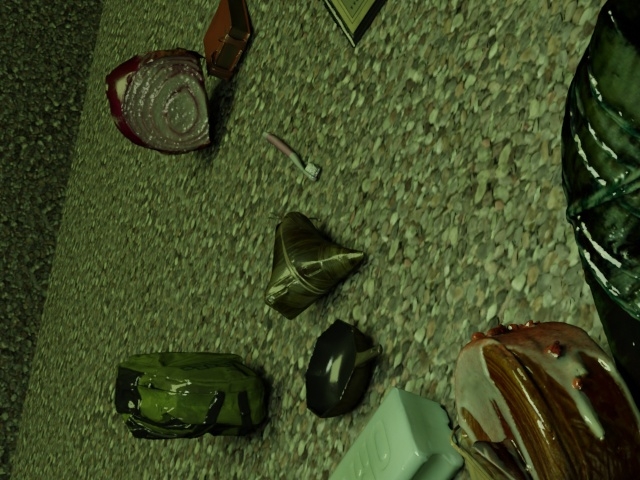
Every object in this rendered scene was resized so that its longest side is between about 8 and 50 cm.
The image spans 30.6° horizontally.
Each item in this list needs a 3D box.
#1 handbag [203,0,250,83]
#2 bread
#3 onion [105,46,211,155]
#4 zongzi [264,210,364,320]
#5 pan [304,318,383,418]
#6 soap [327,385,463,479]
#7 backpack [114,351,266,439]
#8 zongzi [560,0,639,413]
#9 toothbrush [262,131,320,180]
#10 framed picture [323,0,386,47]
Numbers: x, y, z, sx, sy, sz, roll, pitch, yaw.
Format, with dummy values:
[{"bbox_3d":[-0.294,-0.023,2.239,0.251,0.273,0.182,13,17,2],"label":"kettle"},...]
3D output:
[{"bbox_3d":[-0.198,-0.426,2.445,0.127,0.063,0.190,-60,24,28],"label":"handbag"},{"bbox_3d":[0.191,0.178,1.013,0.224,0.142,0.212,-144,40,-66],"label":"bread"},{"bbox_3d":[-0.334,-0.285,2.413,0.207,0.206,0.216,-136,41,-78],"label":"onion"},{"bbox_3d":[0.000,0.000,1.705,0.184,0.084,0.187,-36,36,33],"label":"zongzi"},{"bbox_3d":[0.041,0.178,1.511,0.202,0.048,0.128,24,97,68],"label":"pan"},{"bbox_3d":[0.077,0.274,1.345,0.198,0.066,0.119,-59,29,29],"label":"soap"},{"bbox_3d":[-0.196,0.243,1.813,0.253,0.207,0.140,0,89,58],"label":"backpack"},{"bbox_3d":[0.296,-0.022,0.910,0.383,0.319,0.362,141,126,-75],"label":"zongzi"},{"bbox_3d":[-0.051,-0.149,1.979,0.025,0.020,0.286,-61,25,7],"label":"toothbrush"},{"bbox_3d":[0.055,-0.442,1.855,0.195,0.010,0.199,-53,55,39],"label":"framed picture"}]
